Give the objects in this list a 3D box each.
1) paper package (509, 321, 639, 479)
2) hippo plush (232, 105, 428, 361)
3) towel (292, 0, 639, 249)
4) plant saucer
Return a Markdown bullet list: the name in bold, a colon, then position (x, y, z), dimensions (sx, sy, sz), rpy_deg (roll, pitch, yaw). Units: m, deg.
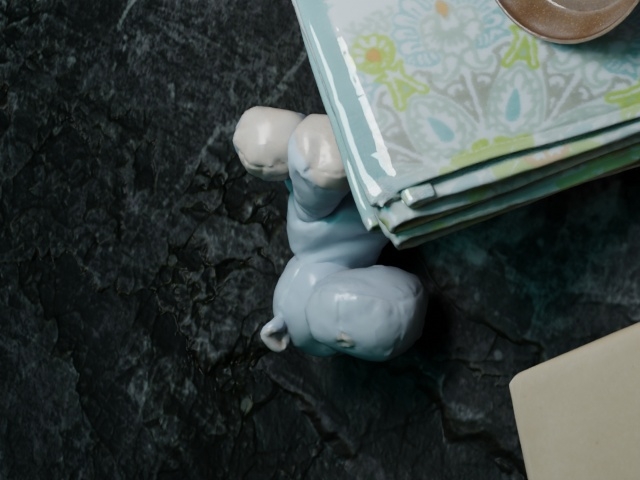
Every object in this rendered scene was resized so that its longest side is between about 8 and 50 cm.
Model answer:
- **paper package**: position (0.342, 0.203, 1.428), dimensions (0.325, 0.168, 0.310), rpy_deg (-27, 64, 41)
- **hippo plush**: position (0.000, 0.000, 1.792), dimensions (0.294, 0.234, 0.237), rpy_deg (11, 91, 48)
- **towel**: position (0.146, -0.198, 1.657), dimensions (0.320, 0.090, 0.374), rpy_deg (-18, 65, 0)
- **plant saucer**: position (0.220, -0.270, 1.555), dimensions (0.198, 0.036, 0.199), rpy_deg (10, 105, 44)
